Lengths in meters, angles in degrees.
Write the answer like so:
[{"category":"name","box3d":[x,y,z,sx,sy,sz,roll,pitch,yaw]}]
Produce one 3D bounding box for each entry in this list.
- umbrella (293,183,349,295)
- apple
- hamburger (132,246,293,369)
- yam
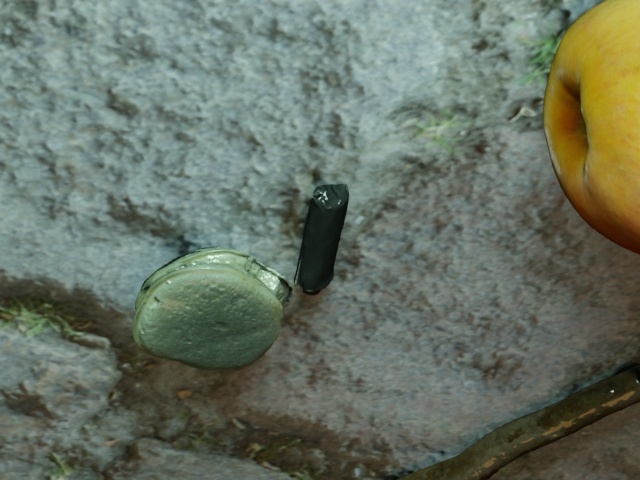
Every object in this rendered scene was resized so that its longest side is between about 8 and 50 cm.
[{"category":"umbrella","box3d":[0.002,0.000,1.519,0.036,0.031,0.133,11,139,-3]},{"category":"apple","box3d":[0.295,-0.079,1.327,0.241,0.242,0.242,6,137,-7]},{"category":"hamburger","box3d":[-0.099,0.060,1.547,0.140,0.062,0.133,24,126,-30]},{"category":"yam","box3d":[0.195,0.215,1.793,0.327,0.045,0.045,-29,158,21]}]
